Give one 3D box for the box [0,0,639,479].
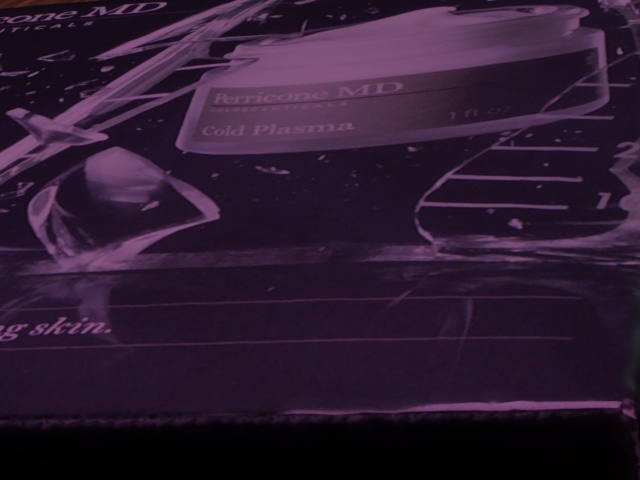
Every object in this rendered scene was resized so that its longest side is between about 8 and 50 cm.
[{"bbox_3d":[-0.055,0.088,0.885,0.480,0.297,0.472,-3,23,16],"label":"box"}]
